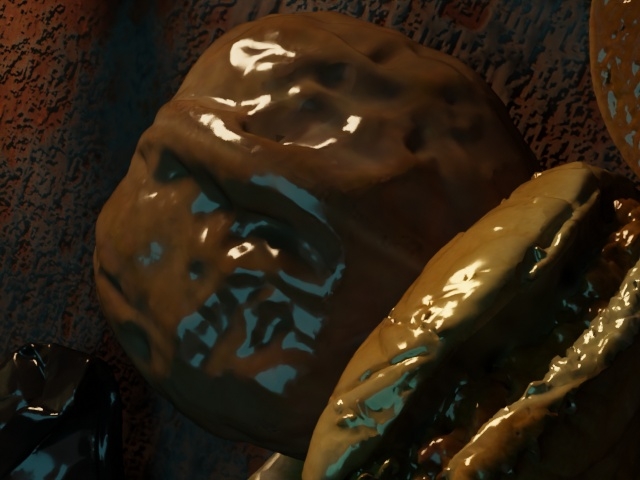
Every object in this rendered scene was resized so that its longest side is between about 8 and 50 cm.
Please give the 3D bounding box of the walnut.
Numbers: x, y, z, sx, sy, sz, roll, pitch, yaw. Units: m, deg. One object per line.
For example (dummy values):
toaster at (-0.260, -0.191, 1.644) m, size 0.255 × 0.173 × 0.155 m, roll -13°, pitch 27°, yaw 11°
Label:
walnut at (0.001, -0.003, 0.912) m, size 0.273 × 0.227 × 0.273 m, roll 3°, pitch 94°, yaw 37°

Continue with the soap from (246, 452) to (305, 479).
soap at (0.050, 0.256, 0.908) m, size 0.315 × 0.199 × 0.091 m, roll 27°, pitch 153°, yaw 39°

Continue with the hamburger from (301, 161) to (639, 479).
hamburger at (0.120, 0.110, 0.772) m, size 0.145 × 0.283 × 0.259 m, roll 12°, pitch 132°, yaw 38°

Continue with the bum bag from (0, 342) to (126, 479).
bum bag at (-0.193, 0.245, 1.189) m, size 0.144 × 0.095 × 0.340 m, roll -9°, pitch 93°, yaw 34°

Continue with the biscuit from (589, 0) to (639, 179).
biscuit at (0.266, -0.087, 0.798) m, size 0.289 × 0.044 × 0.202 m, roll 23°, pitch 108°, yaw 36°
